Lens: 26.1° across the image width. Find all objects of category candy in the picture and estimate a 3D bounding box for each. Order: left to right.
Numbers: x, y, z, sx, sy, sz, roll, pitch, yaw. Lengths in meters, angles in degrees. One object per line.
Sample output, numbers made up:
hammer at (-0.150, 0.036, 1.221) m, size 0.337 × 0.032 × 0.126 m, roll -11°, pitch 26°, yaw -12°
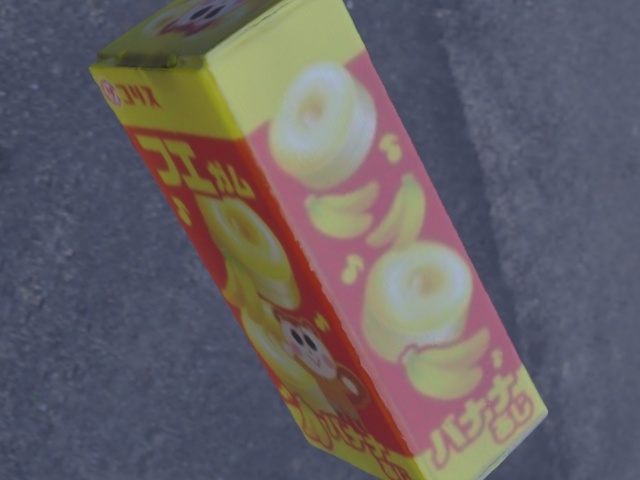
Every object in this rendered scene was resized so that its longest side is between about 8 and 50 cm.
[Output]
candy at (0.000, 0.000, 0.733) m, size 0.088 × 0.146 × 0.276 m, roll -38°, pitch 113°, yaw -20°
